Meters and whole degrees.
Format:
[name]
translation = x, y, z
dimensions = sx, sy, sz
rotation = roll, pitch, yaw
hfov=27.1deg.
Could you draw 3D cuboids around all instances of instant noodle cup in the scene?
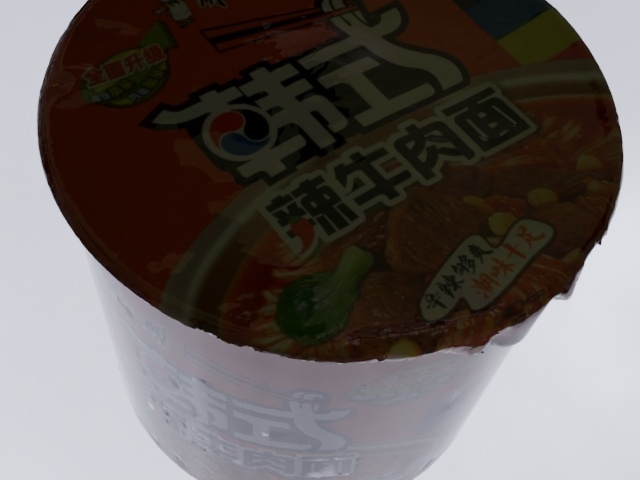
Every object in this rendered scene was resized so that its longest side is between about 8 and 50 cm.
[instant noodle cup]
translation = 0.000, 0.000, 0.633
dimensions = 0.250, 0.192, 0.250
rotation = 2, -127, -3
